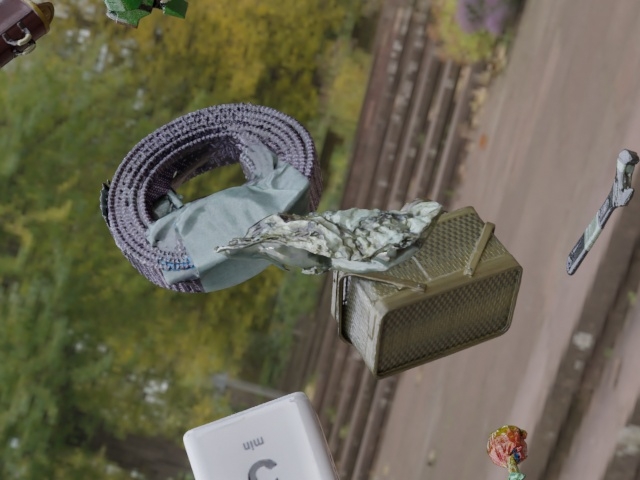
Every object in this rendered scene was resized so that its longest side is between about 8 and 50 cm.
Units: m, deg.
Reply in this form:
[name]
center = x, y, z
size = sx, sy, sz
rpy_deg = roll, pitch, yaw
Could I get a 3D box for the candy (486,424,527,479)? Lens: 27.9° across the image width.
[candy]
center = 0.254, 0.317, 1.707
size = 0.201, 0.061, 0.060
rpy_deg = -84, 6, -61

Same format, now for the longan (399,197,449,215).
[longan]
center = 0.197, -0.033, 2.440
size = 0.092, 0.113, 0.113
rpy_deg = -80, 1, -46

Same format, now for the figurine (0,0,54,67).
[figurine]
center = -0.481, -0.332, 2.044
size = 0.154, 0.098, 0.082
rpy_deg = -43, -43, -22

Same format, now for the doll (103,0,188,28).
[doll]
center = -0.321, -0.450, 2.189
size = 0.186, 0.134, 0.106
rpy_deg = 67, -154, -47

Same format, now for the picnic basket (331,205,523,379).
[picnic basket]
center = 0.153, 0.076, 1.899
size = 0.139, 0.267, 0.165
rpy_deg = 56, 155, 38

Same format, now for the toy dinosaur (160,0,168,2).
[toy dinosaur]
center = -0.172, -0.425, 1.739
size = 0.212, 0.142, 0.057
rpy_deg = -39, -40, -11

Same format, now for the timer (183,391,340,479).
[timer]
center = -0.074, 0.356, 1.909
size = 0.192, 0.194, 0.195
rpy_deg = 75, 176, -73

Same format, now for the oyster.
[oyster]
center = 0.000, 0.003, 1.584
size = 0.252, 0.199, 0.087
rpy_deg = -24, 59, 49

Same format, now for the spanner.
[spanner]
center = 0.438, -0.028, 2.015
size = 0.316, 0.024, 0.087
rpy_deg = 106, 170, -57

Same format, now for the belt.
[belt]
center = -0.152, -0.065, 1.888
size = 0.260, 0.325, 0.122
rpy_deg = 61, 172, 28
